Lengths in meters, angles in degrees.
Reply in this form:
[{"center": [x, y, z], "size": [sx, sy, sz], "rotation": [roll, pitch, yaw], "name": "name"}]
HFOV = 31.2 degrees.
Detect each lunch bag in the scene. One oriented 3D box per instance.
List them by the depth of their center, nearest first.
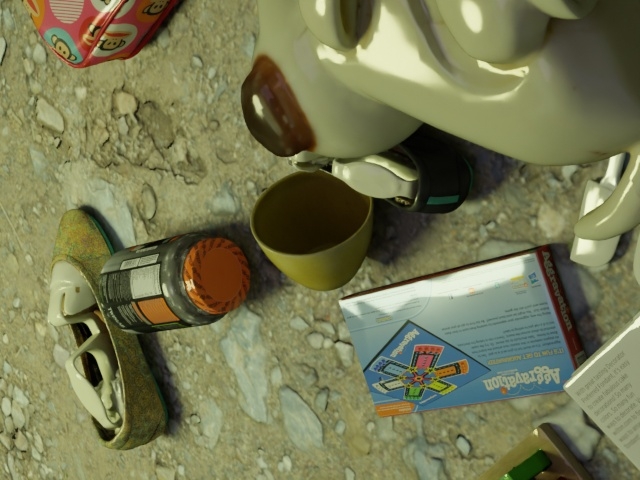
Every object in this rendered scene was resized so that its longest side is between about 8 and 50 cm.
[{"center": [-0.279, -0.383, 1.369], "size": [0.258, 0.120, 0.293], "rotation": [-42, 75, 43], "name": "lunch bag"}]

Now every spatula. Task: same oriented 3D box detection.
[{"center": [0.314, -0.058, 1.000], "size": [0.168, 0.019, 0.242], "rotation": [31, 124, 39], "name": "spatula"}]

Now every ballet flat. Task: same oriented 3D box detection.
[{"center": [0.028, -0.102, 1.196], "size": [0.280, 0.096, 0.095], "rotation": [26, 123, 35], "name": "ballet flat"}, {"center": [-0.316, 0.128, 1.598], "size": [0.123, 0.123, 0.349], "rotation": [-18, 92, 46], "name": "ballet flat"}]

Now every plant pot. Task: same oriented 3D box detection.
[{"center": [0.000, 0.000, 1.254], "size": [0.134, 0.134, 0.095], "rotation": [25, 148, 35], "name": "plant pot"}]

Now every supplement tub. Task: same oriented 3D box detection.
[{"center": [-0.183, 0.054, 1.441], "size": [0.190, 0.117, 0.117], "rotation": [-11, 98, 45], "name": "supplement tub"}]

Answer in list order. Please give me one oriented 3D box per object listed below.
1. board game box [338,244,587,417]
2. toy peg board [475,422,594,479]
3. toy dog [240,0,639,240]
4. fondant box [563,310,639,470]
[{"center": [0.144, 0.103, 1.211], "size": [0.281, 0.027, 0.145], "rotation": [-17, 92, 46], "name": "board game box"}, {"center": [0.217, 0.303, 1.179], "size": [0.161, 0.079, 0.161], "rotation": [52, 134, 17], "name": "toy peg board"}, {"center": [0.111, -0.194, 0.998], "size": [0.408, 0.284, 0.395], "rotation": [-5, 120, 46], "name": "toy dog"}, {"center": [0.379, 0.152, 0.852], "size": [0.330, 0.096, 0.238], "rotation": [47, 134, 14], "name": "fondant box"}]
